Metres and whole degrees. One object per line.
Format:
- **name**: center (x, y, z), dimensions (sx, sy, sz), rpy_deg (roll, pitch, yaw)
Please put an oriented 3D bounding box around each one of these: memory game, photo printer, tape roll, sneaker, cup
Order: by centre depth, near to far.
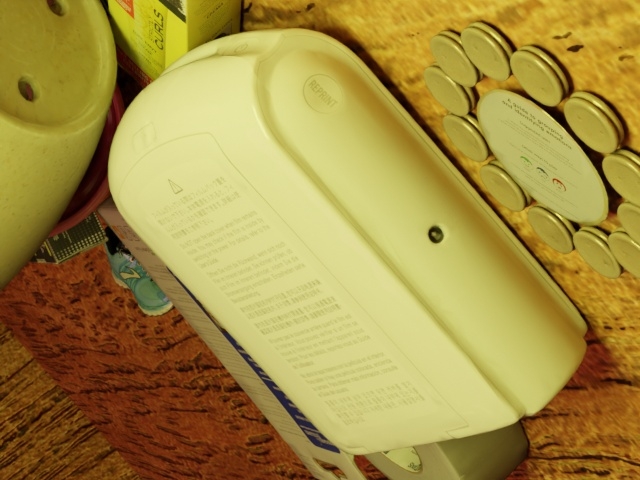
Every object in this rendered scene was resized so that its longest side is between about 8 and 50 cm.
- **memory game**: center (0.127, -0.049, 0.993), dimensions (0.186, 0.012, 0.186), rpy_deg (43, 163, 17)
- **photo printer**: center (0.000, 0.000, 1.181), dimensions (0.307, 0.107, 0.256), rpy_deg (48, 151, -11)
- **cup**: center (-0.282, -0.106, 1.244), dimensions (0.237, 0.331, 0.331), rpy_deg (-24, 112, 37)
- **tape roll**: center (0.066, 0.125, 1.438), dimensions (0.219, 0.072, 0.219), rpy_deg (41, 162, 17)
- **sneaker**: center (-0.189, 0.027, 1.862), dimensions (0.162, 0.063, 0.073), rpy_deg (26, 150, 51)

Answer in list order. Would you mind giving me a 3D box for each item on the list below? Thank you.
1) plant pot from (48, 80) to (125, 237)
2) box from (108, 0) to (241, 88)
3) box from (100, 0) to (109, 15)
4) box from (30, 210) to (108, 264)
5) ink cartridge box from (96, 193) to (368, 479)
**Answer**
- **plant pot**: center (-0.277, -0.105, 1.580), dimensions (0.201, 0.201, 0.180), rpy_deg (50, 177, -10)
- **box**: center (-0.101, -0.166, 1.207), dimensions (0.087, 0.058, 0.232), rpy_deg (43, 164, 10)
- **box**: center (-0.237, -0.227, 1.370), dimensions (0.169, 0.054, 0.059), rpy_deg (44, 172, -20)
- **box**: center (-0.322, -0.108, 1.777), dimensions (0.270, 0.060, 0.216), rpy_deg (65, 160, -9)
- **ink cartridge box**: center (-0.061, 0.092, 1.690), dimensions (0.371, 0.069, 0.176), rpy_deg (54, 162, -14)
